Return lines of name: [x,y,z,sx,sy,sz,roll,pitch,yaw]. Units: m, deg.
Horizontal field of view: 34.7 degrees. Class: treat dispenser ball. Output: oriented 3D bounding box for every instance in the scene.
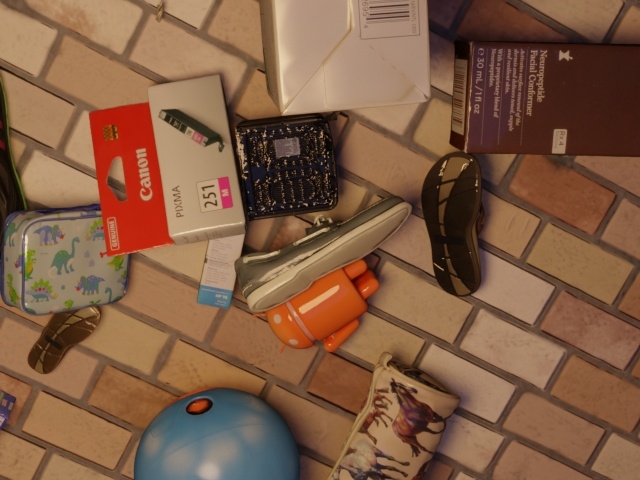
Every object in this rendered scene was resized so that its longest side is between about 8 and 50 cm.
treat dispenser ball: [-0.178,0.399,1.777,0.288,0.288,0.288,-1,102,-4]

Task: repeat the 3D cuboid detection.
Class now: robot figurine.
robot figurine: [-0.003,0.109,1.807,0.219,0.128,0.158,-32,146,3]

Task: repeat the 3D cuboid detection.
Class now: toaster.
toaster: [-0.051,-0.133,1.759,0.186,0.110,0.168,-8,104,-2]

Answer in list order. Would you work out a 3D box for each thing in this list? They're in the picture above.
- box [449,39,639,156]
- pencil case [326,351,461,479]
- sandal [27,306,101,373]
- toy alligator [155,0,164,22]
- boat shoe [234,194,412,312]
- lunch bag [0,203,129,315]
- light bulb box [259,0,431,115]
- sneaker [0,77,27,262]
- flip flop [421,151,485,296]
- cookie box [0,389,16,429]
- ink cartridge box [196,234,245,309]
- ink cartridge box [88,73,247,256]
box: [0.422,-0.243,1.754,0.381,0.143,0.191,0,102,-6]
pencil case: [0.099,0.405,1.863,0.183,0.160,0.410,20,101,-23]
sandal: [-0.458,0.167,1.835,0.072,0.049,0.180,41,111,-5]
toy alligator: [-0.261,-0.460,1.700,0.051,0.056,0.189,19,100,-8]
boat shoe: [0.000,0.000,1.714,0.319,0.116,0.099,-31,68,1]
lunch bag: [-0.427,0.027,1.731,0.219,0.090,0.176,-8,107,-45]
light bulb box: [0.021,-0.390,1.580,0.225,0.361,0.358,-4,103,-4]
sneaker: [-0.600,-0.169,1.668,0.185,0.202,0.482,-18,103,0]
flip flop: [0.249,-0.032,1.818,0.112,0.080,0.277,9,121,33]
cookie box: [-0.595,0.332,1.836,0.040,0.092,0.107,33,98,-13]
ink cartridge box: [-0.168,0.018,1.788,0.060,0.104,0.180,12,102,-6]
ink cartridge box: [-0.261,-0.126,1.713,0.239,0.060,0.275,-10,74,-2]
